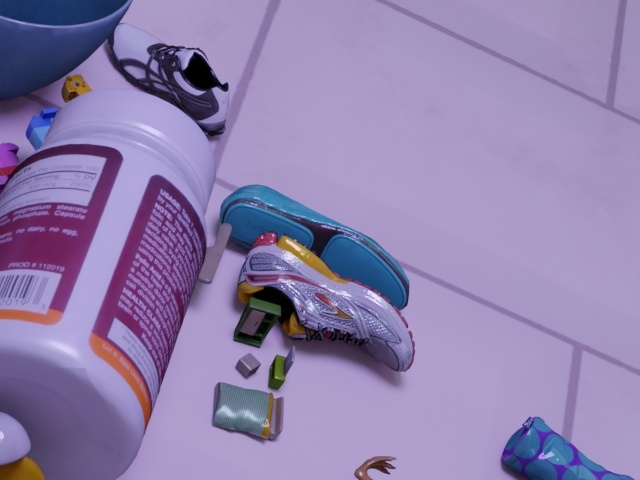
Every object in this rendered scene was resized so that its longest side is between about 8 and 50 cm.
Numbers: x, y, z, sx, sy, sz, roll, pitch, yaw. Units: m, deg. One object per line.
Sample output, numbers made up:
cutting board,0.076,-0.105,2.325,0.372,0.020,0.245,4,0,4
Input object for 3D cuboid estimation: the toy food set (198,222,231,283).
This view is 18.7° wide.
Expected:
toy food set,-0.203,0.000,2.199,0.192,0.038,0.132,18,36,2

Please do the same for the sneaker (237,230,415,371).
sneaker,0.004,0.088,2.207,0.225,0.088,0.093,31,61,1

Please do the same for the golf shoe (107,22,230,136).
golf shoe,-0.177,-0.215,2.382,0.198,0.094,0.077,43,43,17

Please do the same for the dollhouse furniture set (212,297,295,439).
dollhouse furniture set,-0.068,0.139,2.114,0.076,0.058,0.152,17,42,-14

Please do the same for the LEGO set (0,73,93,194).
LEGO set,-0.291,-0.133,2.237,0.227,0.087,0.093,-15,58,-41

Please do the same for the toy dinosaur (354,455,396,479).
toy dinosaur,0.042,0.278,2.036,0.211,0.064,0.112,27,42,-3

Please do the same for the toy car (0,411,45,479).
toy car,-0.353,0.237,1.803,0.182,0.159,0.136,-14,22,-38

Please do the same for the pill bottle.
pill bottle,-0.241,0.040,1.970,0.224,0.224,0.392,24,45,-8

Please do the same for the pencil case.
pencil case,0.283,0.259,2.196,0.151,0.064,0.070,34,66,3

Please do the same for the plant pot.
plant pot,-0.376,-0.277,2.247,0.290,0.195,0.290,17,43,-16

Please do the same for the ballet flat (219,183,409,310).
ballet flat,0.000,0.000,2.283,0.247,0.083,0.087,26,27,-7
